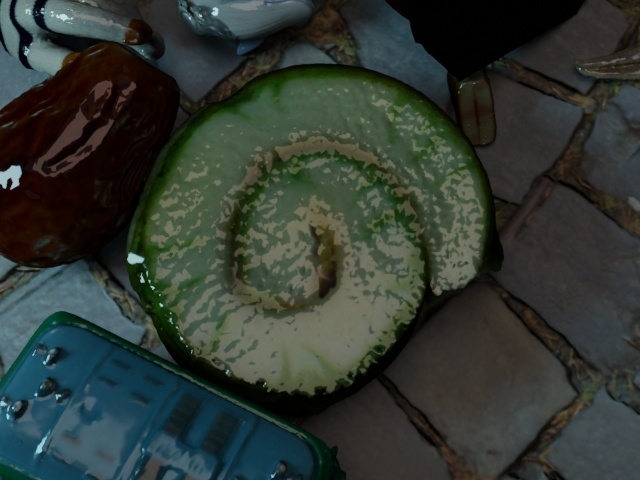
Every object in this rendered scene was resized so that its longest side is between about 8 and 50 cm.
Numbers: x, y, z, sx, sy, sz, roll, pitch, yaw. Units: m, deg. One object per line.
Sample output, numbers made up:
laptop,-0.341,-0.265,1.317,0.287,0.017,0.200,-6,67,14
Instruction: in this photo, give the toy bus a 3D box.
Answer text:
toy bus,-0.145,0.209,0.864,0.344,0.199,0.183,24,64,7

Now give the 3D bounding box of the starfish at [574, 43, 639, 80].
starfish,0.526,-0.189,1.010,0.384,0.132,0.398,-33,86,1

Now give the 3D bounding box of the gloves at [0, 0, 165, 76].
gloves,-0.284,-0.261,1.082,0.219,0.131,0.140,10,38,37

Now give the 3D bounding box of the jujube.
jujube,-0.262,-0.093,0.993,0.190,0.190,0.255,38,94,15

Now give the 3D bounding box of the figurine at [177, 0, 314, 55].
figurine,-0.093,-0.313,1.099,0.208,0.128,0.184,35,75,19

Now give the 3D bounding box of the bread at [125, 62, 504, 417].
bread,0.000,0.000,0.980,0.382,0.129,0.366,5,70,5

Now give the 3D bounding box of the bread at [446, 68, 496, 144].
bread,0.171,-0.166,1.061,0.043,0.062,0.108,-10,67,2

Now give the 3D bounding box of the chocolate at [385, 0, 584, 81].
chocolate,0.127,-0.425,1.026,0.383,0.383,0.331,-45,58,-11
